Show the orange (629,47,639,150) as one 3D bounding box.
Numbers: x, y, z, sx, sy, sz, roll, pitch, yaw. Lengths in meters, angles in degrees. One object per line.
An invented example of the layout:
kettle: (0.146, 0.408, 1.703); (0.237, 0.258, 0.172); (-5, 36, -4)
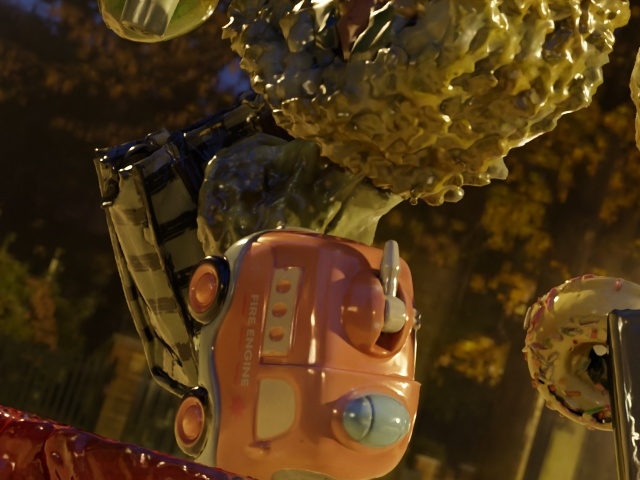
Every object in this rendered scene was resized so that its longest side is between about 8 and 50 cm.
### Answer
orange: (0.491, -0.177, 1.663); (0.210, 0.271, 0.368); (19, -41, 36)

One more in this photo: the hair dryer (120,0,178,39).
hair dryer: (-0.243, -0.398, 1.713); (0.298, 0.295, 0.119); (-2, -7, 5)

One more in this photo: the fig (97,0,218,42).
fig: (-0.233, -0.363, 1.920); (0.181, 0.191, 0.181); (32, -29, 21)

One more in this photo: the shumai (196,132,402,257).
shumai: (0.000, 0.000, 1.517); (0.222, 0.260, 0.225); (-4, 10, 30)

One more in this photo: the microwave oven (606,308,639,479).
microwave oven: (0.430, 0.191, 0.948); (0.432, 0.374, 0.236); (-5, -14, 10)

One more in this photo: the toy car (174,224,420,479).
toy car: (-0.002, 0.118, 1.263); (0.181, 0.270, 0.212); (13, -12, -37)

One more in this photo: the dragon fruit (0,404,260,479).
dragon fruit: (-0.140, 0.166, 0.686); (0.205, 0.152, 0.317); (19, -11, -6)

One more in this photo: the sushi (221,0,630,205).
sushi: (0.106, -0.236, 1.308); (0.240, 0.351, 0.396); (28, 17, -29)

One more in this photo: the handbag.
handbag: (-0.103, -0.016, 1.695); (0.163, 0.325, 0.327); (16, -51, 45)

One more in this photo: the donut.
donut: (0.275, 0.115, 1.313); (0.175, 0.174, 0.068); (14, 34, 18)
